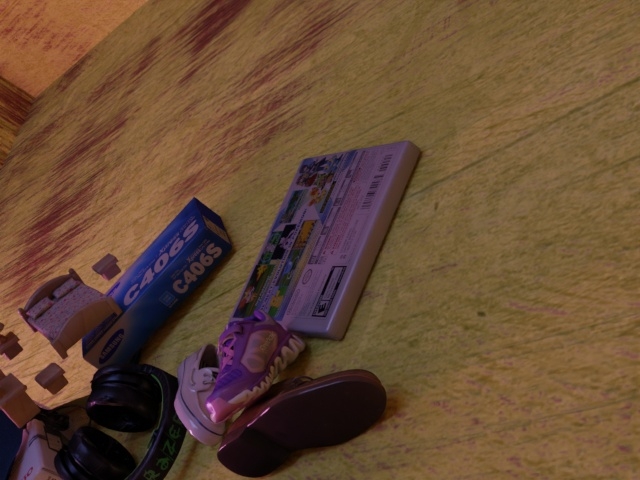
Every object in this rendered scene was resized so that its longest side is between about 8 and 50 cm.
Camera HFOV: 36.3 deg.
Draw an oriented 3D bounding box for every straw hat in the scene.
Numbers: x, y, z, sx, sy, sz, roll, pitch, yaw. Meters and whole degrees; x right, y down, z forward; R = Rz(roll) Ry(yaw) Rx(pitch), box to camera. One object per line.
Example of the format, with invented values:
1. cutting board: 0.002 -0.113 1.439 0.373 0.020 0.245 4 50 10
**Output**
1. straw hat: -0.466 0.341 1.891 0.144 0.144 0.061 -28 81 41

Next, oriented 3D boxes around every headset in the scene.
1. headset: -0.382 0.316 1.664 0.394 0.185 0.243 -5 56 51

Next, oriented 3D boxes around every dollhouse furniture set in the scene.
1. dollhouse furniture set: -0.498 0.120 1.771 0.355 0.174 0.303 -41 30 -20

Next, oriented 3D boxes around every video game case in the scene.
1. video game case: 0.000 0.000 1.565 0.300 0.036 0.329 -3 59 56

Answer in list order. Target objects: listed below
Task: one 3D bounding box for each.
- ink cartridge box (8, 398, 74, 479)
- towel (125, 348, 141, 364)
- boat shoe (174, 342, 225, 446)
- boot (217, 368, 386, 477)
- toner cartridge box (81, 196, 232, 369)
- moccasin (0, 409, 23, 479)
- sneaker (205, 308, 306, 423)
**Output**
1. ink cartridge box: -0.553 0.458 1.852 0.198 0.114 0.273 -55 29 3
2. towel: -0.396 0.243 1.922 0.119 0.029 0.067 -25 38 44
3. boat shoe: -0.184 0.234 1.554 0.076 0.083 0.226 -51 28 10
4. boot: -0.025 0.219 1.317 0.305 0.112 0.115 -32 26 40
5. toner cartridge box: -0.323 0.087 1.889 0.348 0.075 0.165 -47 25 7
6. moccasin: -0.632 0.417 1.753 0.117 0.137 0.342 -40 32 34
7. sneaker: -0.111 0.170 1.389 0.095 0.104 0.236 -35 4 28
